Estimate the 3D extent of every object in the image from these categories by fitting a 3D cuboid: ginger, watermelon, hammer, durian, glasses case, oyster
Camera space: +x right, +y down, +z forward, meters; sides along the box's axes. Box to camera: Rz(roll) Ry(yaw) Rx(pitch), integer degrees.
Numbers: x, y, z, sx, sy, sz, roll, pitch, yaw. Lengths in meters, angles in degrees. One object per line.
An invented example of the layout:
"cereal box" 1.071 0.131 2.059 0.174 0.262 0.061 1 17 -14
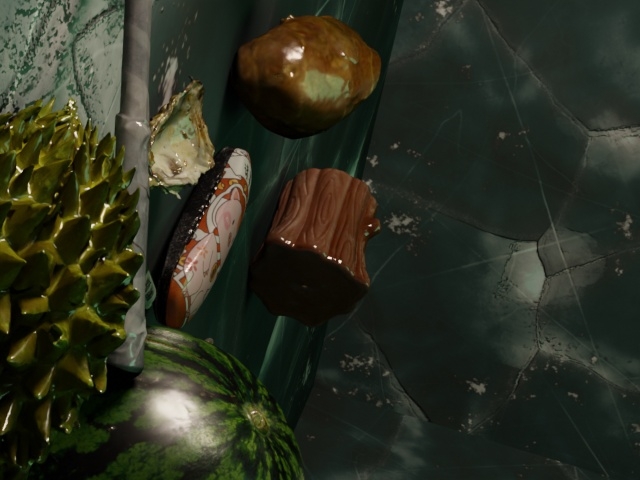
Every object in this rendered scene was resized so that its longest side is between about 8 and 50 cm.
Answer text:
"ginger" -0.009 -0.222 1.684 0.321 0.172 0.165 -46 153 -75
"watermelon" -0.155 0.210 1.018 0.285 0.285 0.285 16 90 -84
"hammer" -0.139 -0.106 0.960 0.152 0.044 0.427 54 36 -79
"durian" -0.248 0.074 0.835 0.198 0.163 0.394 13 -98 57
"glasses case" -0.143 -0.008 1.533 0.103 0.067 0.267 101 8 -49
"oyster" -0.153 -0.097 1.290 0.177 0.056 0.105 -68 160 -48

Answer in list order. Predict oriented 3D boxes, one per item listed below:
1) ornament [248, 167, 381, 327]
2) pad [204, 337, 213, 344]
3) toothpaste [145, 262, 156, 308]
"ornament" 0.000 0.000 2.202 0.235 0.221 0.218 63 32 -41
"pad" -0.201 0.224 1.491 0.233 0.022 0.174 -45 -159 52
"toothpaste" -0.199 0.027 1.307 0.204 0.031 0.049 87 20 -64
